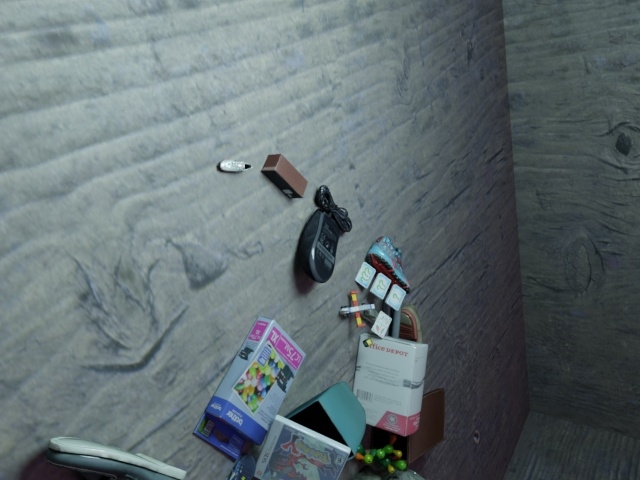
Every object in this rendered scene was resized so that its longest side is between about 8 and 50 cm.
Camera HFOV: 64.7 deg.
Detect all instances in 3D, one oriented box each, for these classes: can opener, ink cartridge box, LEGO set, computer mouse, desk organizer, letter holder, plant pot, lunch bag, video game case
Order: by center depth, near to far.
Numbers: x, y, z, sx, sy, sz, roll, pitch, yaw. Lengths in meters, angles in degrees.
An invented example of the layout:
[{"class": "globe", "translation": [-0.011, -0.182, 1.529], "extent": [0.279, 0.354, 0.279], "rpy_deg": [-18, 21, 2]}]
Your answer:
[{"class": "ink cartridge box", "translation": [-0.161, 0.367, 1.243], "extent": [0.311, 0.065, 0.185], "rpy_deg": [-59, 136, -27]}, {"class": "video game case", "translation": [-0.050, 0.551, 1.256], "extent": [0.023, 0.202, 0.183], "rpy_deg": [-49, 161, -74]}, {"class": "desk organizer", "translation": [-0.088, -0.161, 1.280], "extent": [0.130, 0.047, 0.050], "rpy_deg": [43, 58, -47]}, {"class": "plant pot", "translation": [0.023, 0.495, 1.379], "extent": [0.165, 0.165, 0.234], "rpy_deg": [55, 22, 8]}, {"class": "computer mouse", "translation": [0.000, 0.000, 1.408], "extent": [0.188, 0.072, 0.272], "rpy_deg": [52, 42, -40]}, {"class": "LEGO set", "translation": [0.167, 0.208, 1.600], "extent": [0.182, 0.060, 0.244], "rpy_deg": [37, 61, -12]}, {"class": "ink cartridge box", "translation": [0.224, 0.458, 1.643], "extent": [0.117, 0.207, 0.282], "rpy_deg": [12, 85, -54]}, {"class": "lunch bag", "translation": [0.236, 0.894, 1.677], "extent": [0.305, 0.256, 0.212], "rpy_deg": [-3, 97, -53]}, {"class": "can opener", "translation": [0.238, 0.336, 1.777], "extent": [0.093, 0.074, 0.280], "rpy_deg": [-51, 146, -86]}, {"class": "letter holder", "translation": [0.330, 0.655, 1.862], "extent": [0.302, 0.152, 0.214], "rpy_deg": [1, 92, -53]}]

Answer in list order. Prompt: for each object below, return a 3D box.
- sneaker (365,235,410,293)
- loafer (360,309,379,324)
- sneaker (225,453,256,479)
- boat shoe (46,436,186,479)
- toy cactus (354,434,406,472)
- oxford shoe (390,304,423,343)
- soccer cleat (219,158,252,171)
[{"class": "sneaker", "translation": [0.254, 0.084, 1.722], "extent": [0.261, 0.104, 0.125], "rpy_deg": [54, 51, -42]}, {"class": "loafer", "translation": [0.173, 0.256, 1.698], "extent": [0.125, 0.039, 0.045], "rpy_deg": [43, 28, -50]}, {"class": "sneaker", "translation": [-0.204, 0.587, 1.225], "extent": [0.053, 0.059, 0.144], "rpy_deg": [45, 36, -13]}, {"class": "boat shoe", "translation": [-0.372, 0.438, 0.925], "extent": [0.319, 0.116, 0.099], "rpy_deg": [52, 51, -49]}, {"class": "toy cactus", "translation": [0.168, 0.698, 1.665], "extent": [0.180, 0.219, 0.112], "rpy_deg": [114, -11, -58]}, {"class": "oxford shoe", "translation": [0.340, 0.406, 1.866], "extent": [0.130, 0.123, 0.347], "rpy_deg": [-23, 114, -56]}, {"class": "soccer cleat", "translation": [-0.192, -0.170, 1.148], "extent": [0.083, 0.036, 0.029], "rpy_deg": [-4, 98, -53]}]
